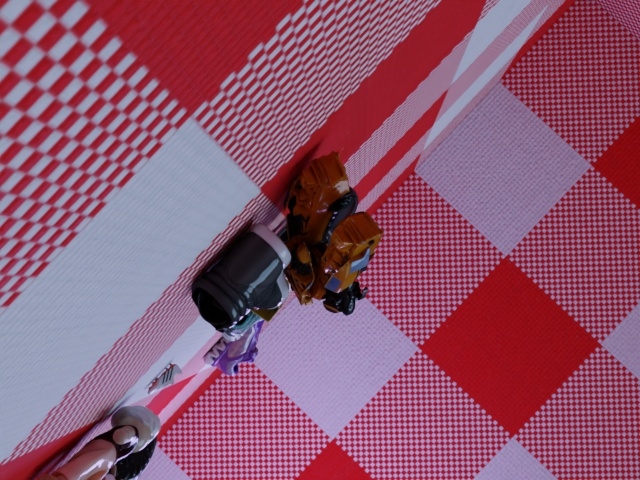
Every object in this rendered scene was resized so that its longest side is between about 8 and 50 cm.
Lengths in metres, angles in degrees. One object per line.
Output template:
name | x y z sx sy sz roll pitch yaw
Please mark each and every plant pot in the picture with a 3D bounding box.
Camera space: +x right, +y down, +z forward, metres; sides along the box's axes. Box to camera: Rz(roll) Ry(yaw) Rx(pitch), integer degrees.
plant pot | -0.114 0.114 2.036 0.083 0.081 0.081 -56 -178 -38

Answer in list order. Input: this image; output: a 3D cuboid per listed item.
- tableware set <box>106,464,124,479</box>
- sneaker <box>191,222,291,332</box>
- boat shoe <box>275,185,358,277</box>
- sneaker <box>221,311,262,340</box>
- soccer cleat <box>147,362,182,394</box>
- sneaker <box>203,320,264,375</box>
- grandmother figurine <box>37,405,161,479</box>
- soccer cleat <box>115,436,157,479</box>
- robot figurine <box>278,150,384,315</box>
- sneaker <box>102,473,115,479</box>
tableware set | -0.519 0.537 1.977 0.194 0.128 0.039 -45 134 -3
sneaker | -0.129 0.078 1.430 0.147 0.104 0.295 -42 170 -16
boat shoe | -0.026 -0.011 1.642 0.254 0.095 0.079 -36 -175 -13
sneaker | -0.162 0.166 2.163 0.166 0.065 0.076 -47 172 -21
soccer cleat | -0.320 0.290 1.903 0.083 0.035 0.029 -46 176 -9
sneaker | -0.196 0.264 2.435 0.236 0.104 0.095 -48 174 10
grandmother figurine | -0.400 0.394 1.664 0.208 0.104 0.342 -25 -177 25
soccer cleat | -0.470 0.547 2.070 0.318 0.109 0.116 -64 -176 -24
robot figurine | 0.000 0.000 1.393 0.085 0.211 0.291 -21 161 -23
sneaker | -0.489 0.545 1.838 0.087 0.128 0.221 -48 -154 26
